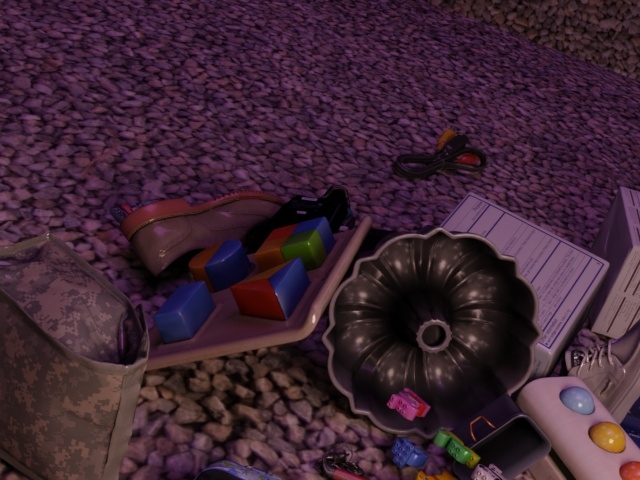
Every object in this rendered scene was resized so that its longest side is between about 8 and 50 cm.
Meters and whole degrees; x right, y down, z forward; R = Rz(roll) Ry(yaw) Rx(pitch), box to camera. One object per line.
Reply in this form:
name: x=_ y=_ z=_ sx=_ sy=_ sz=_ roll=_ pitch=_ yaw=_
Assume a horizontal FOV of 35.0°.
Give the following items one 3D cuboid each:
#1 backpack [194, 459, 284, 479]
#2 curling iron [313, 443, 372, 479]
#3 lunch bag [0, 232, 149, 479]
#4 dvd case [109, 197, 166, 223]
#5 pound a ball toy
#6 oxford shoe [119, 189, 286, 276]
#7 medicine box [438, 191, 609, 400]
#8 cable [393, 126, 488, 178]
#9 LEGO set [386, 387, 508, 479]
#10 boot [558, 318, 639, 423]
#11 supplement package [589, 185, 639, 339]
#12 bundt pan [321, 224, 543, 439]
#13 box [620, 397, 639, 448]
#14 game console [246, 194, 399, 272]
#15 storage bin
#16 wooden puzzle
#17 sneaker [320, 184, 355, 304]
backpack: x=-0.103 y=0.328 z=1.258 sx=0.114 sy=0.105 sz=0.084 roll=22 pitch=8 yaw=9
curling iron: x=0.121 y=0.351 z=1.401 sx=0.274 sy=0.035 sz=0.068 roll=22 pitch=30 yaw=7
lunch bag: x=-0.325 y=0.165 z=1.267 sx=0.287 sy=0.235 sz=0.169 roll=35 pitch=31 yaw=27
dvd case: x=-0.309 y=-0.043 z=1.842 sx=0.119 sy=0.013 sz=0.087 roll=-17 pitch=45 yaw=-43
pound a ball toy: x=0.379 y=0.337 z=1.464 sx=0.208 sy=0.136 sz=0.319 roll=2 pitch=33 yaw=-26
oxford shoe: x=-0.183 y=-0.002 z=1.778 sx=0.348 sy=0.123 sz=0.130 roll=-12 pitch=67 yaw=-42
medicine box: x=0.304 y=0.093 z=1.754 sx=0.289 sy=0.149 sz=0.263 roll=29 pitch=47 yaw=19
cable: x=0.284 y=-0.179 z=2.372 sx=0.139 sy=0.072 sz=0.287 roll=47 pitch=50 yaw=13
LEGO set: x=0.154 y=0.305 z=1.405 sx=0.227 sy=0.087 sz=0.093 roll=39 pitch=15 yaw=35
boot: x=0.452 y=0.200 z=1.617 sx=0.123 sy=0.258 sz=0.095 roll=16 pitch=42 yaw=4
supplement package: x=0.628 y=0.053 z=1.996 sx=0.145 sy=0.204 sz=0.262 roll=18 pitch=30 yaw=1
bundt pan: x=0.158 y=0.125 z=1.541 sx=0.330 sy=0.331 sz=0.124 roll=12 pitch=13 yaw=-10
box: x=0.572 y=0.285 z=1.753 sx=0.136 sy=0.037 sz=0.225 roll=19 pitch=31 yaw=1
game console: x=0.043 y=0.026 z=1.694 sx=0.361 sy=0.044 sz=0.213 roll=8 pitch=51 yaw=29
storage bin: x=0.250 y=0.286 z=1.481 sx=0.098 sy=0.135 sz=0.091 roll=49 pitch=10 yaw=-20
wooden puzzle: x=-0.115 y=0.067 z=1.489 sx=0.347 sy=0.081 sz=0.322 roll=-18 pitch=19 yaw=25
sneaker: x=0.000 y=0.000 z=1.829 sx=0.108 sy=0.121 sz=0.302 roll=16 pitch=30 yaw=-3
